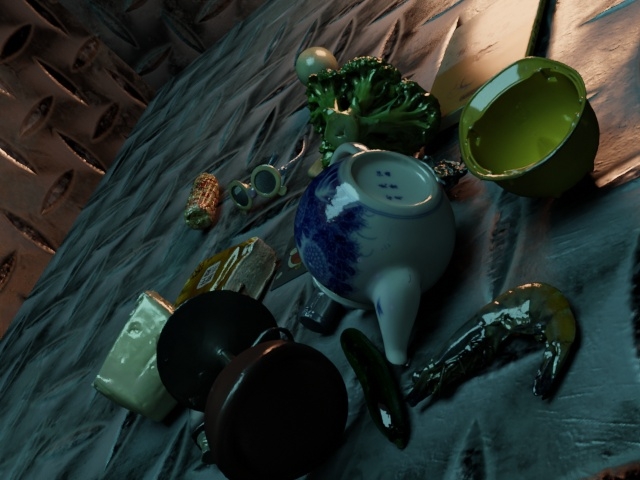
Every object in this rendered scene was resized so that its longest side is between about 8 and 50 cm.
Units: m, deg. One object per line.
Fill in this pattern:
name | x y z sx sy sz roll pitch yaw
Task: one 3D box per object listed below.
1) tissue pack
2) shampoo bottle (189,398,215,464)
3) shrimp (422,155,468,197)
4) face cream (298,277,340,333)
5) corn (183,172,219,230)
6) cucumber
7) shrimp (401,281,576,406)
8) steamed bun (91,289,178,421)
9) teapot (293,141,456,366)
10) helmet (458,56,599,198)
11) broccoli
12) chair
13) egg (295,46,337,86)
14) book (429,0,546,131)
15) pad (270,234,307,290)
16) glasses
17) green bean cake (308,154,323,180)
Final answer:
tissue pack | -0.208 0.102 2.021 0.226 0.092 0.183 -26 31 47
shampoo bottle | -0.199 0.325 1.678 0.063 0.057 0.208 -38 25 6
shrimp | 0.219 -0.113 1.637 0.082 0.076 0.174 -36 12 -4
face cream | 0.051 0.033 1.685 0.144 0.071 0.291 -13 40 52
corn | -0.321 -0.113 2.591 0.086 0.086 0.253 -40 21 19
cucumber | 0.079 0.203 1.381 0.056 0.056 0.284 -44 27 9
shrimp | 0.214 0.163 1.206 0.262 0.051 0.198 -39 24 12
steamed bun | -0.337 0.246 1.908 0.225 0.200 0.170 -50 -17 -2
teapot | 0.077 0.006 1.497 0.424 0.252 0.280 -109 26 -44
helmet | 0.324 -0.143 1.390 0.205 0.140 0.257 -40 29 15
broccoli | 0.089 -0.223 1.797 0.269 0.254 0.269 -20 8 3
chair | -0.106 0.226 1.452 0.226 0.226 0.401 -50 22 -5
egg | -0.011 -0.470 2.573 0.114 0.114 0.152 -46 21 3
book | 0.335 -0.380 1.906 0.269 0.032 0.389 -29 28 41
pad | 0.000 0.000 1.923 0.245 0.006 0.170 -30 28 38
glasses | -0.134 -0.187 2.364 0.189 0.088 0.221 -25 31 44
green bean cake | 0.065 -0.174 1.986 0.179 0.085 0.109 -50 21 -8
